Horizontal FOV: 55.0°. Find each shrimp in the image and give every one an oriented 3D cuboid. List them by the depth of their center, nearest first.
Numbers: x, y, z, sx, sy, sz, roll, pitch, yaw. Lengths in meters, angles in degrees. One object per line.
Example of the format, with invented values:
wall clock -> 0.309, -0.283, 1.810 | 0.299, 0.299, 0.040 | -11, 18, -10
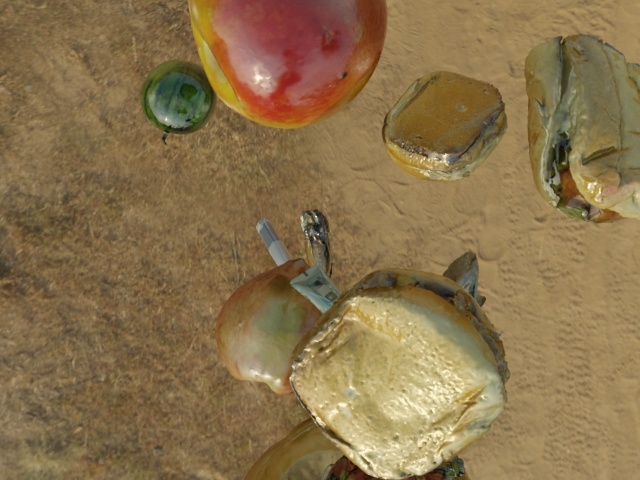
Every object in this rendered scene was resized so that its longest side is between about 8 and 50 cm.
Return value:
shrimp -> 0.001, 0.000, 1.553 | 0.058, 0.173, 0.253 | -1, 129, 12

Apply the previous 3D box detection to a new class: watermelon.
watermelon -> -0.363, -0.350, 1.562 | 0.188, 0.188, 0.214 | 17, 101, -14

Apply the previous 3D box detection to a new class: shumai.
shumai -> 0.391, 0.134, 1.668 | 0.120, 0.201, 0.201 | 35, 107, -2

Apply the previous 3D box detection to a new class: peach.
peach -> -0.078, 0.156, 1.180 | 0.233, 0.232, 0.256 | 17, 82, -14
peach -> -0.053, -0.410, 1.180 | 0.389, 0.388, 0.387 | -3, 115, -6

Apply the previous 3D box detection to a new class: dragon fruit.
dragon fruit -> 0.090, 0.317, 0.759 | 0.236, 0.135, 0.137 | 0, 144, -45

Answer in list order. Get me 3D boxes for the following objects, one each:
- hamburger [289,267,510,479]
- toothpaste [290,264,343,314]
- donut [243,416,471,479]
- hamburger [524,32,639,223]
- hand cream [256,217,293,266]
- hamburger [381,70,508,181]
hamburger -> 0.081, 0.132, 0.612 | 0.214, 0.108, 0.213 | 5, 105, 17
toothpaste -> 0.041, 0.123, 0.999 | 0.064, 0.218, 0.041 | -34, 151, -25
donut -> 0.040, 0.454, 0.957 | 0.449, 0.448, 0.198 | -30, 123, 7
hamburger -> 0.398, -0.115, 0.853 | 0.330, 0.162, 0.208 | 29, 74, -19
hand cream -> -0.102, 0.044, 1.643 | 0.048, 0.255, 0.079 | -35, 148, 1
hamburger -> 0.327, -0.296, 1.613 | 0.304, 0.284, 0.174 | -49, 139, -11
